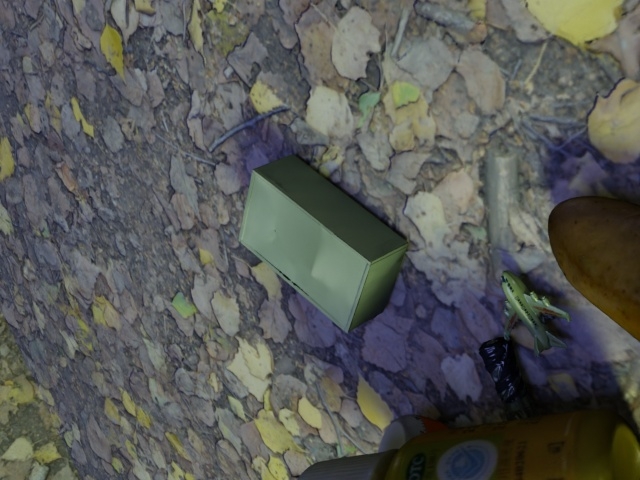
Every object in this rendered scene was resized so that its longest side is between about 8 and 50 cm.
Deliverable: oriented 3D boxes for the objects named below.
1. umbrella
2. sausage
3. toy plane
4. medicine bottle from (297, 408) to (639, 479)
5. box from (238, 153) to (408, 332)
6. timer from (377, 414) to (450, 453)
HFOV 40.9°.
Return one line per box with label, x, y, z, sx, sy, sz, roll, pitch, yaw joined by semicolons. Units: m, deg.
umbrella;0.242;0.210;1.053;0.188;0.050;0.046;68;162;-5
sausage;0.406;0.108;0.762;0.501;0.123;0.136;41;169;26
toy plane;0.241;0.082;0.991;0.102;0.040;0.111;-29;87;49
medicine bottle;0.166;0.323;0.967;0.384;0.224;0.224;-15;99;30
box;0.000;0.000;1.179;0.225;0.086;0.129;40;134;27
timer;0.144;0.308;1.171;0.099;0.136;0.136;17;123;62
